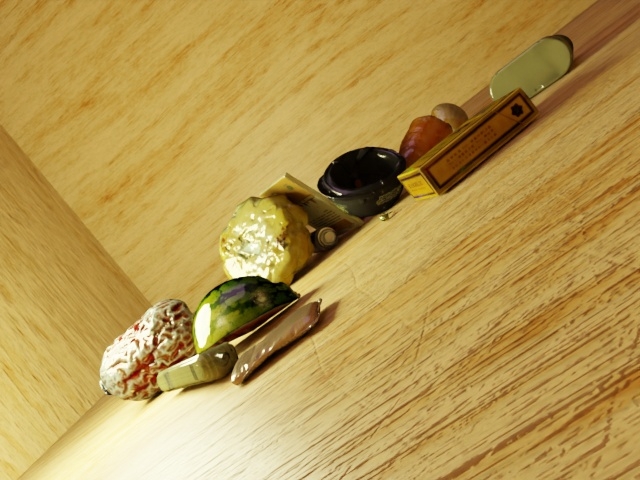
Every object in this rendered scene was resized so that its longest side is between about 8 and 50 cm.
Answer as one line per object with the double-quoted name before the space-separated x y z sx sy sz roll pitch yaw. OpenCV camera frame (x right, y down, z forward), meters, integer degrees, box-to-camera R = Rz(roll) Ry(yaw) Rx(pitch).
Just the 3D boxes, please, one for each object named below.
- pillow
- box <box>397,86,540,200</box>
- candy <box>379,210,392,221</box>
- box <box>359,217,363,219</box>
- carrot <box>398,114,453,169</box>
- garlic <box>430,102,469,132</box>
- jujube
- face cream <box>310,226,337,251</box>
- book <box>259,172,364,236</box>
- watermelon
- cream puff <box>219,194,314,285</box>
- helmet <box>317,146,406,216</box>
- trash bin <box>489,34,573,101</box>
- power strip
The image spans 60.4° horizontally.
"pillow" -0.079 0.183 1.005 0.211 0.034 0.135 -39 9 9
"box" 0.342 -0.220 1.303 0.301 0.084 0.193 -39 5 -5
"candy" 0.182 -0.069 1.478 0.025 0.023 0.083 -45 -8 31
"box" 0.097 -0.107 1.897 0.133 0.099 0.182 -42 6 -17
"carrot" 0.320 -0.275 1.737 0.159 0.159 0.225 -31 22 53
"garlic" 0.485 -0.444 2.134 0.245 0.145 0.164 -126 57 -87
"jujube" -0.477 0.318 1.579 0.317 0.226 0.226 -41 6 -5
"face cream" 0.000 0.000 1.786 0.075 0.075 0.229 -40 6 -14
"book" -0.031 -0.101 1.741 0.208 0.295 0.020 -25 39 59
"watermelon" -0.217 0.165 1.314 0.303 0.129 0.159 -32 -12 14
"cream puff" -0.143 0.019 1.733 0.325 0.291 0.257 -57 -27 12
"helmet" 0.131 -0.154 1.637 0.278 0.161 0.230 -38 46 -22
"trash bin" 0.638 -0.514 1.642 0.243 0.121 0.247 -35 4 36
"power strip" -0.274 0.289 1.228 0.092 0.066 0.387 -22 -6 -34
